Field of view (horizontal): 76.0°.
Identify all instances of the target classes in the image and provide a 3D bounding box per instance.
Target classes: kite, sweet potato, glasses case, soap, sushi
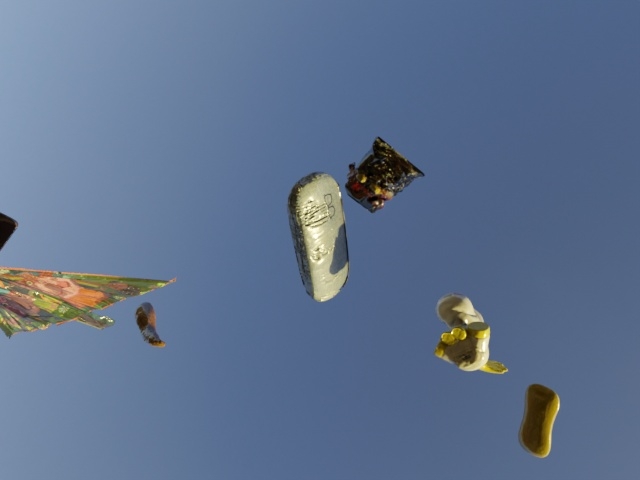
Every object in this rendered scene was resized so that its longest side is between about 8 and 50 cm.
[{"bbox_3d":[-0.363,0.074,0.546,0.321,0.234,0.016,-19,-125,16],"label":"kite"},{"bbox_3d":[-0.407,0.205,0.971,0.214,0.050,0.050,34,-78,54],"label":"sweet potato"},{"bbox_3d":[0.000,0.000,0.807,0.067,0.109,0.282,26,-43,43],"label":"glasses case"},{"bbox_3d":[0.234,0.195,0.440,0.034,0.012,0.089,14,-68,41],"label":"soap"},{"bbox_3d":[0.141,-0.156,1.040,0.153,0.172,0.150,36,-81,-12],"label":"sushi"}]

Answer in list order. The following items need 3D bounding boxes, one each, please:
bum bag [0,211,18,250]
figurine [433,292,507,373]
[{"bbox_3d":[-0.572,0.010,0.641,0.159,0.109,0.026,-59,-152,-8],"label":"bum bag"},{"bbox_3d":[0.271,0.167,0.768,0.130,0.178,0.109,39,-65,-15],"label":"figurine"}]
